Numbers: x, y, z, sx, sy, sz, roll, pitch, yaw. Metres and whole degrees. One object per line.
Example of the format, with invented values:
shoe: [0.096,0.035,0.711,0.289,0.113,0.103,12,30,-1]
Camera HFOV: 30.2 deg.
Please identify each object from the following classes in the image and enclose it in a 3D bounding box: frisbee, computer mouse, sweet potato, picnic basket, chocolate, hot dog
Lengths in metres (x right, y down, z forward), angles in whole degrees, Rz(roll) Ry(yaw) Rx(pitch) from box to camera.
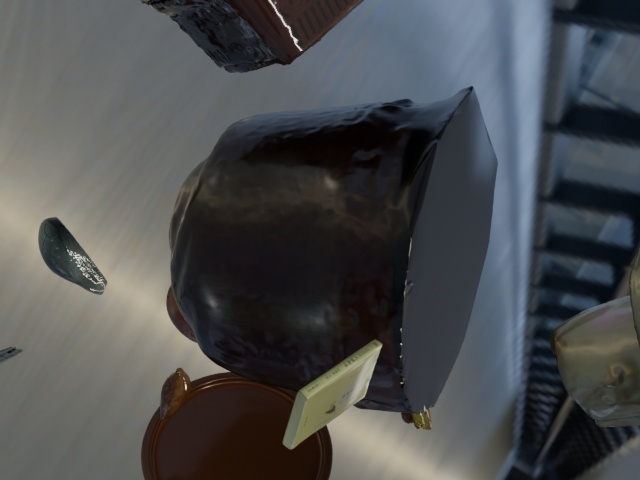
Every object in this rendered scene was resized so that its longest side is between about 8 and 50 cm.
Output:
frisbee: [-0.109,0.278,1.554,0.251,0.251,0.021,-51,159,-34]
computer mouse: [-0.456,0.037,2.145,0.068,0.113,0.229,-38,151,-10]
sweet potato: [-0.181,0.189,1.468,0.034,0.034,0.095,-44,165,-50]
picnic basket: [-0.032,-0.292,1.256,0.297,0.129,0.222,-45,-155,-26]
chocolate: [0.000,0.000,1.371,0.383,0.331,0.384,11,90,-69]
hot dog: [0.121,0.201,1.746,0.078,0.061,0.169,67,14,-59]

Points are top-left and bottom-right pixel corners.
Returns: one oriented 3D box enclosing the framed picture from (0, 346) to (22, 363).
framed picture: [-0.642,0.233,1.886,0.293,0.018,0.231,-19,-178,4]

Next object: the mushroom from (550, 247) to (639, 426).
mushroom: [0.257,0.057,0.720,0.254,0.234,0.260,22,63,-52]

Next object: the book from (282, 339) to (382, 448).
book: [0.013,0.145,1.117,0.111,0.014,0.077,-29,148,-40]

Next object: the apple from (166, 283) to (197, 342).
apple: [-0.167,0.099,1.862,0.146,0.146,0.146,-55,166,-21]
